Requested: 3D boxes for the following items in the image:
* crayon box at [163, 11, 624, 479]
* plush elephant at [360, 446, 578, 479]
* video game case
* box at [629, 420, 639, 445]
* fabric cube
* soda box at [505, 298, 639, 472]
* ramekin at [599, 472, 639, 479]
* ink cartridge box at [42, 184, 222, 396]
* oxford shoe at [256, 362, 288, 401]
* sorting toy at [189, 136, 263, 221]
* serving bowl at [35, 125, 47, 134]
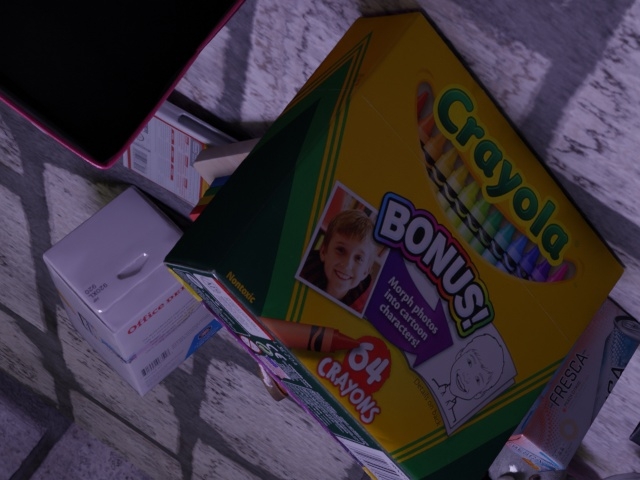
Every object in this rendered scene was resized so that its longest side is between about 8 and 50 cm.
[{"bbox_3d":[0.081,0.025,1.523,0.363,0.313,0.106,48,160,-27],"label":"crayon box"},{"bbox_3d":[0.204,0.319,2.065,0.255,0.330,0.272,-12,134,33],"label":"plush elephant"},{"bbox_3d":[-0.117,-0.074,1.993,0.285,0.025,0.204,30,157,7],"label":"video game case"},{"bbox_3d":[0.413,0.137,1.480,0.165,0.143,0.270,33,159,10],"label":"box"},{"bbox_3d":[-0.208,-0.233,1.421,0.254,0.259,0.258,38,178,-8],"label":"fabric cube"},{"bbox_3d":[0.261,0.150,1.685,0.063,0.183,0.058,39,159,-10],"label":"soda box"},{"bbox_3d":[0.409,0.397,1.883,0.273,0.273,0.127,43,145,-16],"label":"ramekin"},{"bbox_3d":[-0.262,0.073,2.316,0.168,0.171,0.232,43,162,22],"label":"ink cartridge box"},{"bbox_3d":[-0.080,0.128,2.347,0.212,0.076,0.076,58,-166,-20],"label":"oxford shoe"},{"bbox_3d":[0.000,0.000,1.850,0.255,0.089,0.257,-7,133,47],"label":"sorting toy"},{"bbox_3d":[-0.375,-0.165,2.204,0.083,0.027,0.083,37,172,6],"label":"serving bowl"}]
